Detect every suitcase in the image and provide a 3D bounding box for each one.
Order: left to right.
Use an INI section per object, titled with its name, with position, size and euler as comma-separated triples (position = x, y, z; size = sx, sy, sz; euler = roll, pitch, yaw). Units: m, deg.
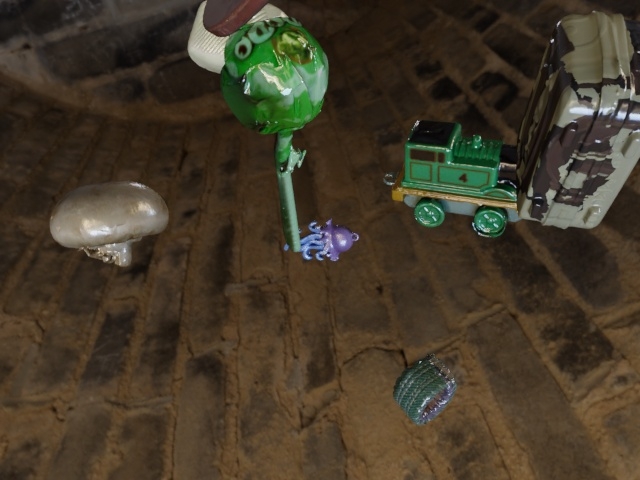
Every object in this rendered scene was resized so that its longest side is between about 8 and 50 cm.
[suitcase]
position = 0.482, -0.231, 1.042
size = 0.194, 0.351, 0.339
euler = 9, -124, 8

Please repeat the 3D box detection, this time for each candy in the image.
[candy]
position = -0.035, -0.081, 0.589
size = 0.097, 0.323, 0.097
euler = 0, -124, 1

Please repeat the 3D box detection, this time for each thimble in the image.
[thimble]
position = 0.220, 0.317, 1.204
size = 0.118, 0.135, 0.090
euler = -22, -130, -28

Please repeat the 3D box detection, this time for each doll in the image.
[doll]
position = 0.000, 0.000, 1.444
size = 0.206, 0.110, 0.067
euler = -6, -161, 20

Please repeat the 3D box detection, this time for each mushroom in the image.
[mushroom]
position = -0.420, -0.031, 1.146
size = 0.226, 0.178, 0.226
euler = -11, 176, -1

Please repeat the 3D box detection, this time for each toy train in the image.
[toy train]
position = 0.364, -0.168, 1.433
size = 0.429, 0.249, 0.178
euler = 10, -135, 22

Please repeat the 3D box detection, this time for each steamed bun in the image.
[steamed bun]
position = -0.182, -0.463, 1.340
size = 0.239, 0.152, 0.170
euler = 13, -99, 22

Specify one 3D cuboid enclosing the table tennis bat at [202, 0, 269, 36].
[table tennis bat]
position = 0.030, -0.198, 0.246
size = 0.274, 0.021, 0.154
euler = -38, -144, 32
